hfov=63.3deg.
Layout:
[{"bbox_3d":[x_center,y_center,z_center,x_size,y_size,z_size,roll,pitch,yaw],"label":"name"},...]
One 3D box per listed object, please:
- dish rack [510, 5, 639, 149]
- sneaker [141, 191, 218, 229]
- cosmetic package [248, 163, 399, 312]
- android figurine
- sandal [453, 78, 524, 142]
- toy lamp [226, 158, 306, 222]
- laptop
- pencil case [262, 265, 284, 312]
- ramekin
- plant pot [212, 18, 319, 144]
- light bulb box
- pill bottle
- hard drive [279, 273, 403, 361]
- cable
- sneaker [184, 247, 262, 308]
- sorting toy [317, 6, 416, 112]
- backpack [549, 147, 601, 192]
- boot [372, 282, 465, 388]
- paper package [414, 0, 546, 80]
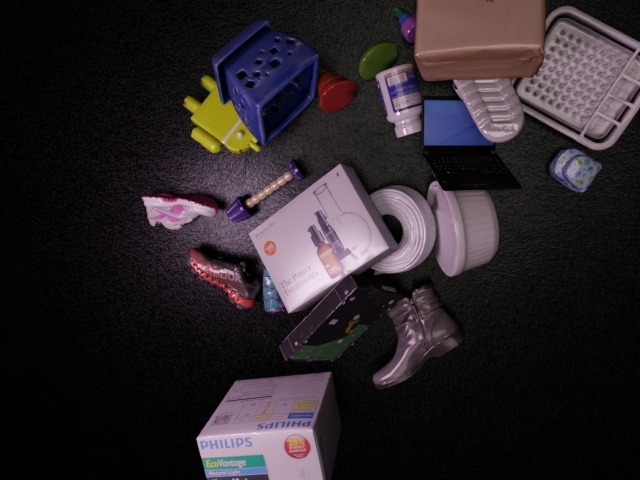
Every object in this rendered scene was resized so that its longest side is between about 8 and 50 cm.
[{"bbox_3d":[0.704,-0.436,1.411,0.332,0.072,0.286,29,106,2],"label":"dish rack"},{"bbox_3d":[-0.444,-0.090,1.662,0.252,0.103,0.111,5,107,15],"label":"sneaker"},{"bbox_3d":[0.000,0.000,1.535,0.377,0.097,0.285,-36,72,23],"label":"cosmetic package"},{"bbox_3d":[-0.271,-0.375,1.563,0.272,0.056,0.248,39,84,1],"label":"android figurine"},{"bbox_3d":[0.435,-0.456,1.427,0.169,0.102,0.417,-13,81,11],"label":"sandal"},{"bbox_3d":[-0.173,-0.146,1.612,0.274,0.080,0.080,-31,96,14],"label":"toy lamp"},{"bbox_3d":[0.410,-0.267,1.411,0.234,0.264,0.137,-3,134,-12],"label":"laptop"},{"bbox_3d":[-0.151,0.153,1.677,0.070,0.064,0.152,2,103,11],"label":"pencil case"},{"bbox_3d":[0.396,-0.043,1.453,0.127,0.273,0.273,-11,100,-3],"label":"ramekin"},{"bbox_3d":[-0.159,-0.446,1.439,0.212,0.236,0.236,41,76,7],"label":"plant pot"},{"bbox_3d":[-0.139,0.600,1.619,0.357,0.361,0.226,-9,100,11],"label":"light bulb box"},{"bbox_3d":[0.233,-0.395,1.474,0.111,0.112,0.187,-15,100,12],"label":"pill bottle"},{"bbox_3d":[0.063,0.242,1.566,0.339,0.236,0.064,-50,51,24],"label":"hard drive"},{"bbox_3d":[0.209,-0.031,1.527,0.257,0.089,0.257,-14,87,36],"label":"cable"},{"bbox_3d":[-0.303,0.095,1.673,0.276,0.098,0.135,37,105,-2],"label":"sneaker"},{"bbox_3d":[0.118,-0.532,1.484,0.365,0.127,0.126,-38,67,14],"label":"sorting toy"},{"bbox_3d":[0.712,-0.202,1.453,0.114,0.084,0.105,33,103,4],"label":"backpack"},{"bbox_3d":[0.260,0.296,1.634,0.338,0.118,0.223,-37,88,7],"label":"boot"},{"bbox_3d":[0.401,-0.587,1.314,0.309,0.168,0.325,2,83,15],"label":"paper package"}]
